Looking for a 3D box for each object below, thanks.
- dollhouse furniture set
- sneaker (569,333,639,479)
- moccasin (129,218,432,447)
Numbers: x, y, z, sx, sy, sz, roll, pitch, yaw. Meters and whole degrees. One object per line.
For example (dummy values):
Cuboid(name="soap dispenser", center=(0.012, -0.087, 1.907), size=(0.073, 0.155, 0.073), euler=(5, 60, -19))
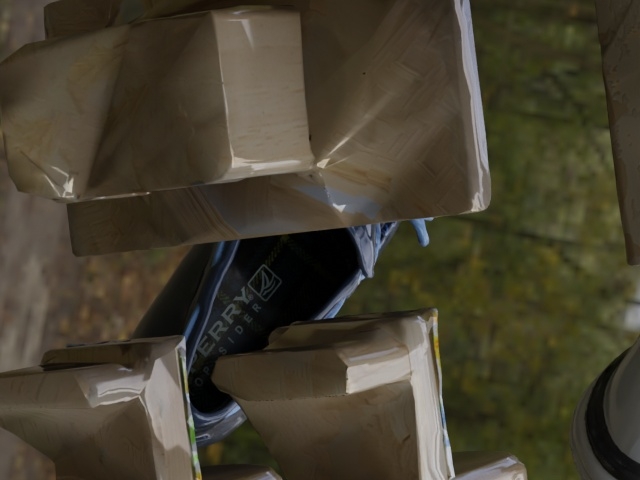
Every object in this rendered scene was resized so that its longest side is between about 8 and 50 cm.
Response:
Cuboid(name="dollhouse furniture set", center=(0.061, -0.069, 0.811), size=(0.256, 0.394, 0.362), euler=(-8, 91, -54))
Cuboid(name="sneaker", center=(0.322, 0.042, 1.034), size=(0.210, 0.366, 0.137), euler=(104, -31, -51))
Cuboid(name="moccasin", center=(0.000, 0.000, 1.253), size=(0.342, 0.138, 0.117), euler=(-61, -163, -19))
